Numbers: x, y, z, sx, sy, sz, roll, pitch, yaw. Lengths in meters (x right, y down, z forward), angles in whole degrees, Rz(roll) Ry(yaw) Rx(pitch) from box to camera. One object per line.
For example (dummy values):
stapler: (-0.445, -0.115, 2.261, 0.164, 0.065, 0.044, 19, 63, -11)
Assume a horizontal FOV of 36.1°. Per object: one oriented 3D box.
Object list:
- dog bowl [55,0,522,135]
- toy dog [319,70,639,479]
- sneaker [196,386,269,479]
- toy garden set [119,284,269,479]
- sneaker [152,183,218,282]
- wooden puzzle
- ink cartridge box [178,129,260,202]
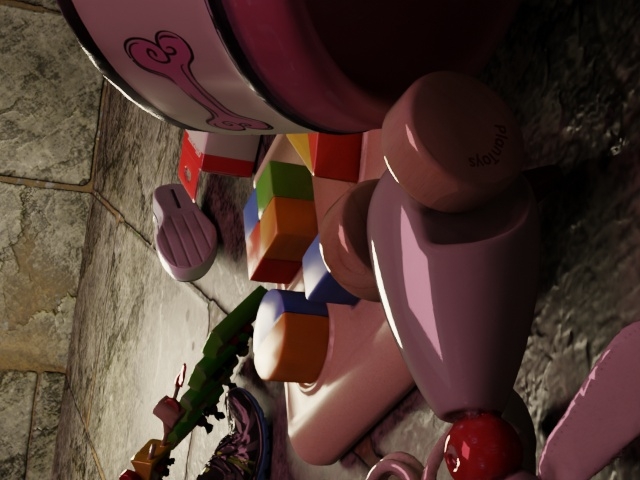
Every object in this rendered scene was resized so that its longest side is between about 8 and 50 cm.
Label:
dog bowl: (0.019, -0.252, 0.625, 0.150, 0.408, 0.407, 19, 103, 32)
toy dog: (0.123, 0.062, 0.606, 0.220, 0.161, 0.333, -11, 88, 65)
sneaker: (-0.105, 0.264, 1.154, 0.067, 0.078, 0.188, 144, 132, -63)
toy garden set: (-0.147, 0.196, 1.210, 0.204, 0.049, 0.244, -44, -14, -47)
sneaker: (-0.208, 0.004, 1.513, 0.258, 0.094, 0.091, -112, 17, -59)
wooden puzzle: (0.000, 0.000, 0.936, 0.322, 0.081, 0.347, 125, 141, -49)
ink cartridge box: (-0.132, -0.174, 1.362, 0.134, 0.078, 0.231, -129, 50, -62)
